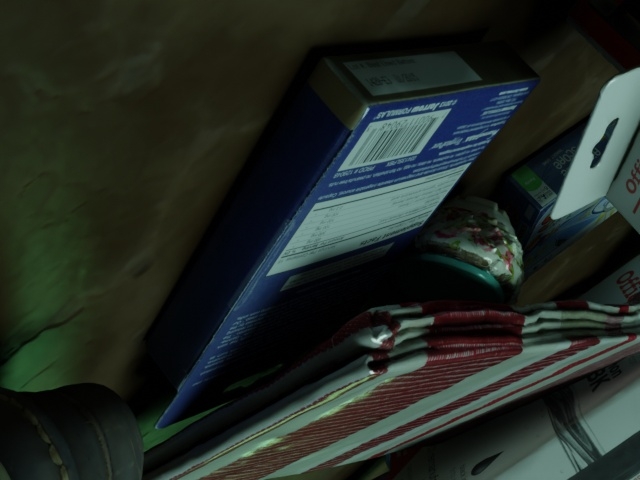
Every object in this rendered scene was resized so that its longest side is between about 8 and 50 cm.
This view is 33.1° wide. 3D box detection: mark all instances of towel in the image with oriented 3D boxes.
[{"bbox_3d":[0.051,0.093,0.653,0.237,0.037,0.329,-34,158,36],"label":"towel"}]

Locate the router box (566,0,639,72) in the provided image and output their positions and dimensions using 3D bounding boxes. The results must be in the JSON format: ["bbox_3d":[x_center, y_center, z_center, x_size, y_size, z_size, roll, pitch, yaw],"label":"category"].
[{"bbox_3d":[0.335,-0.180,0.621,0.335,0.082,0.301,8,128,-52],"label":"router box"}]

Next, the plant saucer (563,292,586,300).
[{"bbox_3d":[0.240,0.137,1.229,0.241,0.037,0.241,-36,159,-16],"label":"plant saucer"}]

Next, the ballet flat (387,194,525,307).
[{"bbox_3d":[0.088,0.015,0.683,0.241,0.091,0.077,77,33,-72],"label":"ballet flat"}]

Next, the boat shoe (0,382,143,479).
[{"bbox_3d":[-0.165,0.197,0.502,0.130,0.132,0.355,-19,151,-45],"label":"boat shoe"}]

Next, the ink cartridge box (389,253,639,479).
[{"bbox_3d":[0.191,0.151,0.825,0.272,0.114,0.197,-37,-171,13],"label":"ink cartridge box"}]

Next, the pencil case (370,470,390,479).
[{"bbox_3d":[0.114,0.284,1.135,0.284,0.124,0.124,-34,161,13],"label":"pencil case"}]

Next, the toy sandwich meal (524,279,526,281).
[{"bbox_3d":[0.137,0.047,0.875,0.085,0.029,0.086,-35,159,-16],"label":"toy sandwich meal"}]

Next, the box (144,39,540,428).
[{"bbox_3d":[0.000,0.000,0.528,0.136,0.036,0.225,-16,148,-48],"label":"box"}]

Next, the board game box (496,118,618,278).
[{"bbox_3d":[0.204,-0.050,0.789,0.201,0.035,0.136,-34,158,-20],"label":"board game box"}]

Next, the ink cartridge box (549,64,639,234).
[{"bbox_3d":[0.208,-0.052,0.521,0.180,0.060,0.104,-23,148,-22],"label":"ink cartridge box"}]

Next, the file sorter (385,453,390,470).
[{"bbox_3d":[0.155,0.173,0.995,0.170,0.118,0.104,-47,-179,15],"label":"file sorter"}]
